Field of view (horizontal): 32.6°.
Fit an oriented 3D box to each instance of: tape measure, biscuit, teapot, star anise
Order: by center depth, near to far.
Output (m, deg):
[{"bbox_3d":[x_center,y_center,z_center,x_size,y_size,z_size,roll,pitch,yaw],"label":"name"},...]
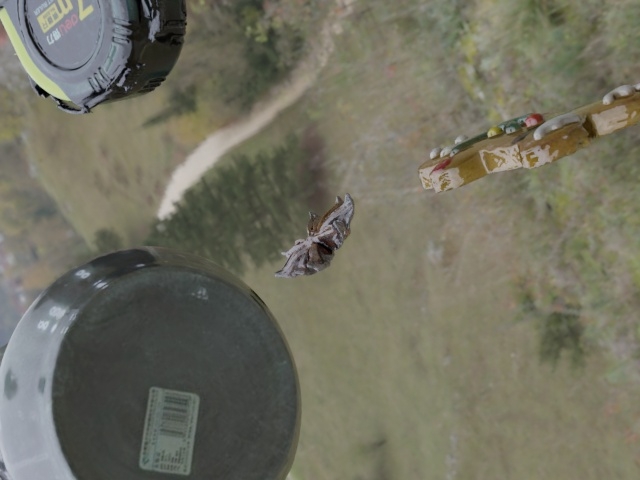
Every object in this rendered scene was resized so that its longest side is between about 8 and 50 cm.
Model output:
[{"bbox_3d":[-0.181,0.177,0.971,0.344,0.253,0.300,-23,78,59],"label":"teapot"},{"bbox_3d":[-0.217,-0.218,1.049,0.199,0.112,0.186,-28,84,38],"label":"tape measure"},{"bbox_3d":[0.208,-0.106,1.197,0.301,0.196,0.049,-12,99,62],"label":"biscuit"},{"bbox_3d":[0.002,-0.001,1.374,0.042,0.141,0.141,37,169,-17],"label":"star anise"}]
